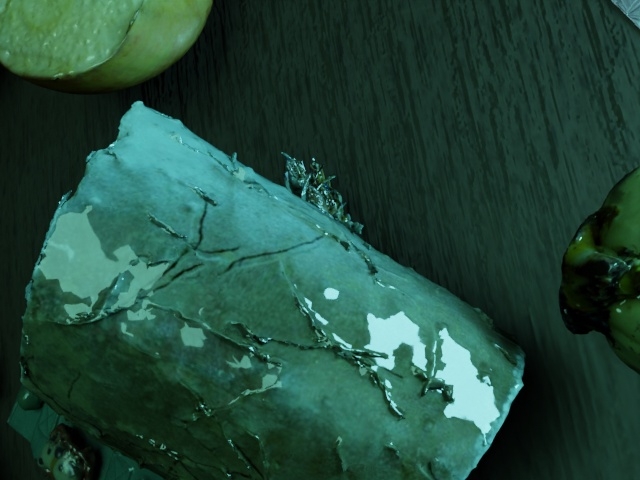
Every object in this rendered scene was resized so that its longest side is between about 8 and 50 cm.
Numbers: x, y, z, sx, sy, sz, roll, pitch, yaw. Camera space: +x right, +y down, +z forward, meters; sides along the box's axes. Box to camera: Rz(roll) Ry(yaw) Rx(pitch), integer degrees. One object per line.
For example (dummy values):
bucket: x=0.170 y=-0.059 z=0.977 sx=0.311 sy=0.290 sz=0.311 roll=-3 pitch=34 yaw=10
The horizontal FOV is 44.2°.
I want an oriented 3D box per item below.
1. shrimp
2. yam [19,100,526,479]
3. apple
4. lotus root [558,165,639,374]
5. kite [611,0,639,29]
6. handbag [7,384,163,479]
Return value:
shrimp: x=-0.004 y=0.003 z=0.722 sx=0.076 sy=0.082 sz=0.174 roll=-26 pitch=73 yaw=21
yam: x=-0.046 y=0.075 z=0.594 sx=0.348 sy=0.241 sz=0.241 roll=30 pitch=96 yaw=8
apple: x=-0.233 y=-0.293 z=0.887 sx=0.251 sy=0.163 sz=0.292 roll=6 pitch=82 yaw=28
lotus root: x=0.308 y=0.020 z=0.469 sx=0.309 sy=0.173 sz=0.173 roll=-2 pitch=78 yaw=33
kite: x=0.282 y=-0.225 z=0.633 sx=0.137 sy=0.005 sz=0.152 roll=4 pitch=80 yaw=33
handbag: x=-0.198 y=0.135 z=0.805 sx=0.269 sy=0.100 sz=0.274 roll=26 pitch=93 yaw=34
